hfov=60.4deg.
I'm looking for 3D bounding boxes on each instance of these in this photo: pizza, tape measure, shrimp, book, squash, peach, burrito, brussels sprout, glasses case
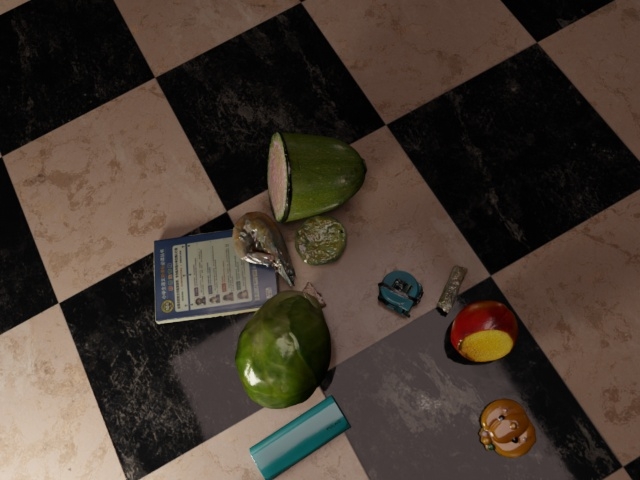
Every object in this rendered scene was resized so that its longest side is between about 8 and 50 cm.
[{"bbox_3d":[-0.027,0.199,1.839,0.099,0.029,0.100,27,78,5],"label":"pizza"},{"bbox_3d":[0.259,0.165,1.794,0.146,0.081,0.125,28,66,13],"label":"tape measure"},{"bbox_3d":[-0.191,0.036,1.851,0.164,0.062,0.317,-32,68,-3],"label":"shrimp"},{"bbox_3d":[-0.361,0.112,1.890,0.427,0.039,0.300,-7,71,3],"label":"book"},{"bbox_3d":[-0.005,-0.217,1.876,0.308,0.310,0.311,-4,70,-19],"label":"squash"},{"bbox_3d":[0.499,0.280,1.677,0.190,0.190,0.192,34,62,15],"label":"peach"},{"bbox_3d":[0.431,0.157,1.800,0.051,0.042,0.171,20,73,22],"label":"burrito"},{"bbox_3d":[-0.103,0.322,1.673,0.281,0.289,0.355,0,48,17],"label":"brussels sprout"},{"bbox_3d":[-0.062,0.604,1.684,0.301,0.070,0.117,-32,72,-7],"label":"glasses case"}]

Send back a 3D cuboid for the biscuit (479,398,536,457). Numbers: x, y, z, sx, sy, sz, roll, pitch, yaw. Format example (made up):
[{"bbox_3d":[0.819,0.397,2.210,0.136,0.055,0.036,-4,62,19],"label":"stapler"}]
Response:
[{"bbox_3d":[0.554,0.565,1.647,0.170,0.050,0.171,-2,71,5],"label":"biscuit"}]

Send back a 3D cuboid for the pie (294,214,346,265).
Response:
[{"bbox_3d":[0.000,0.000,1.893,0.186,0.041,0.187,-1,72,4],"label":"pie"}]
